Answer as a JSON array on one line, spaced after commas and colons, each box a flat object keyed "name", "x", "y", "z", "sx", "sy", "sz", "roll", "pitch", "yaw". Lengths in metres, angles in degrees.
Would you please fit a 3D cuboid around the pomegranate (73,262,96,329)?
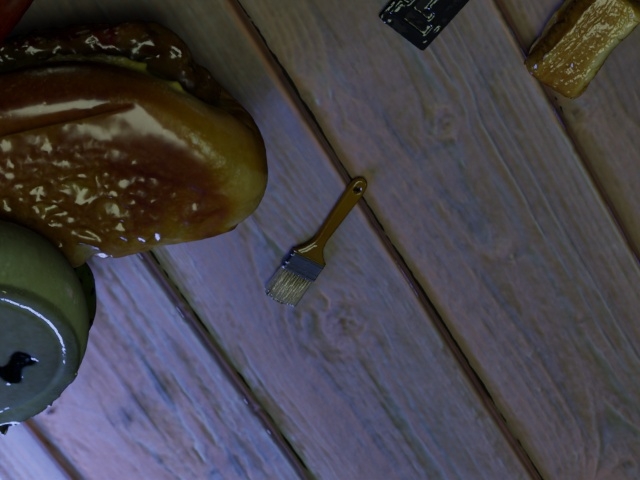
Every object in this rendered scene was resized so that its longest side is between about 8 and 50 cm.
[{"name": "pomegranate", "x": -0.286, "y": 0.062, "z": 1.842, "sx": 0.122, "sy": 0.161, "sz": 0.122, "roll": -1, "pitch": 96, "yaw": -10}]

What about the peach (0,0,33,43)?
[{"name": "peach", "x": -0.434, "y": -0.280, "z": 1.510, "sx": 0.406, "sy": 0.310, "sz": 0.335, "roll": 15, "pitch": 103, "yaw": -1}]

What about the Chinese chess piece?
[{"name": "Chinese chess piece", "x": -0.327, "y": 0.082, "z": 1.681, "sx": 0.238, "sy": 0.092, "sz": 0.237, "roll": -7, "pitch": 136, "yaw": -6}]

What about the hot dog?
[{"name": "hot dog", "x": -0.263, "y": -0.094, "z": 1.730, "sx": 0.405, "sy": 0.185, "sz": 0.223, "roll": -13, "pitch": 123, "yaw": 1}]

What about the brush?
[{"name": "brush", "x": 0.000, "y": 0.000, "z": 1.916, "sx": 0.043, "sy": 0.014, "sz": 0.170, "roll": 26, "pitch": 113, "yaw": -22}]

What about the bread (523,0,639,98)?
[{"name": "bread", "x": 0.265, "y": -0.206, "z": 1.804, "sx": 0.074, "sy": 0.053, "sz": 0.132, "roll": 29, "pitch": 113, "yaw": -17}]

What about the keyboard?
[{"name": "keyboard", "x": 0.145, "y": -0.278, "z": 1.770, "sx": 0.061, "sy": 0.013, "sz": 0.204, "roll": 34, "pitch": 112, "yaw": -22}]
